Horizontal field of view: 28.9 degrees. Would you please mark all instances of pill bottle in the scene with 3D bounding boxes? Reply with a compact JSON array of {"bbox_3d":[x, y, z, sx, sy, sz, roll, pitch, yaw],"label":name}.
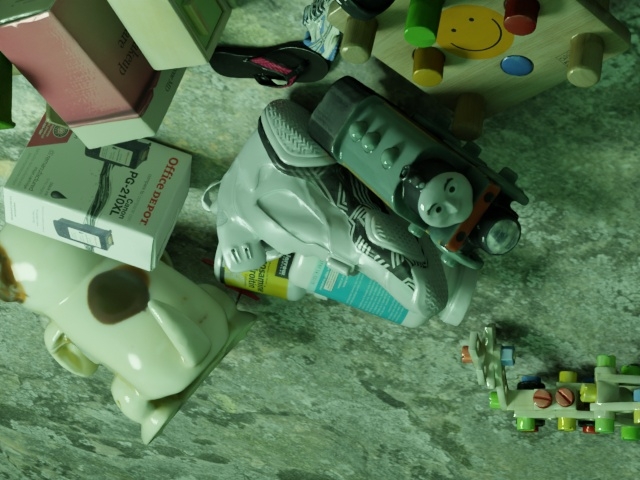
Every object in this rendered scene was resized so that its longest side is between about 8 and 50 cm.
[{"bbox_3d":[-0.068,0.037,1.960,0.184,0.103,0.103,13,145,9],"label":"pill bottle"},{"bbox_3d":[0.096,0.040,1.845,0.264,0.146,0.146,21,146,-1],"label":"pill bottle"}]

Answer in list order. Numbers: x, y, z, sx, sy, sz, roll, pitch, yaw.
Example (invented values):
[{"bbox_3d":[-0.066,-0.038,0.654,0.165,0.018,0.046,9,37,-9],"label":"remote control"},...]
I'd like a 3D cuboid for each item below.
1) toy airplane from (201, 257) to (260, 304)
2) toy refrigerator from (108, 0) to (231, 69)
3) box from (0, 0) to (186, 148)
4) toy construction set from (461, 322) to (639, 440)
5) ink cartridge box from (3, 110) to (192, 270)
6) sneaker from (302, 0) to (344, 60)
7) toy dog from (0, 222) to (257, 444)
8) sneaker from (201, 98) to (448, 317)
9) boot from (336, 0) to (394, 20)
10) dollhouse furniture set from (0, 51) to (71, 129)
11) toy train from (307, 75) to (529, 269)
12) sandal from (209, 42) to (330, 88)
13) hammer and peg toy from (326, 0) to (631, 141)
[{"bbox_3d":[-0.130,0.069,2.101,0.151,0.028,0.151,18,146,13],"label":"toy airplane"},{"bbox_3d":[-0.212,-0.341,1.507,0.094,0.102,0.269,-2,140,28],"label":"toy refrigerator"},{"bbox_3d":[-0.302,-0.256,1.628,0.127,0.149,0.232,-7,138,33],"label":"box"},{"bbox_3d":[0.383,0.241,1.981,0.327,0.151,0.215,14,171,22],"label":"toy construction set"},{"bbox_3d":[-0.331,-0.078,1.868,0.237,0.172,0.100,19,146,1],"label":"ink cartridge box"},{"bbox_3d":[0.005,-0.277,1.536,0.058,0.052,0.135,22,146,3],"label":"sneaker"},{"bbox_3d":[-0.352,0.102,2.007,0.408,0.284,0.395,39,176,4],"label":"toy dog"},{"bbox_3d":[0.000,0.000,1.701,0.210,0.137,0.366,-44,82,21],"label":"sneaker"},{"bbox_3d":[0.120,-0.345,1.217,0.094,0.246,0.207,43,143,-17],"label":"boot"},{"bbox_3d":[-0.504,-0.206,1.724,0.301,0.151,0.197,-3,172,25],"label":"dollhouse furniture set"},{"bbox_3d":[0.116,-0.088,1.543,0.190,0.334,0.142,27,103,-34],"label":"toy train"},{"bbox_3d":[-0.070,-0.226,1.650,0.179,0.040,0.067,3,142,23],"label":"sandal"},{"bbox_3d":[0.215,-0.253,1.370,0.266,0.127,0.361,31,146,-29],"label":"hammer and peg toy"}]
